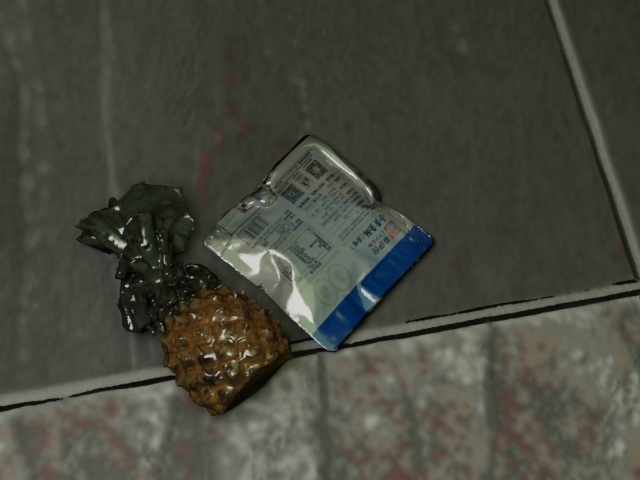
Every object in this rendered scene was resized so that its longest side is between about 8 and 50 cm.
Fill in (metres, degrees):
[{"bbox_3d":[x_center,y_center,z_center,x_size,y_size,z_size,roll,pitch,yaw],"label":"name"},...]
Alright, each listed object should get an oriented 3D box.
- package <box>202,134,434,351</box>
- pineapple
[{"bbox_3d":[0.000,0.000,1.621,0.173,0.027,0.171,42,62,5],"label":"package"},{"bbox_3d":[-0.131,0.048,1.534,0.237,0.111,0.119,48,36,14],"label":"pineapple"}]
